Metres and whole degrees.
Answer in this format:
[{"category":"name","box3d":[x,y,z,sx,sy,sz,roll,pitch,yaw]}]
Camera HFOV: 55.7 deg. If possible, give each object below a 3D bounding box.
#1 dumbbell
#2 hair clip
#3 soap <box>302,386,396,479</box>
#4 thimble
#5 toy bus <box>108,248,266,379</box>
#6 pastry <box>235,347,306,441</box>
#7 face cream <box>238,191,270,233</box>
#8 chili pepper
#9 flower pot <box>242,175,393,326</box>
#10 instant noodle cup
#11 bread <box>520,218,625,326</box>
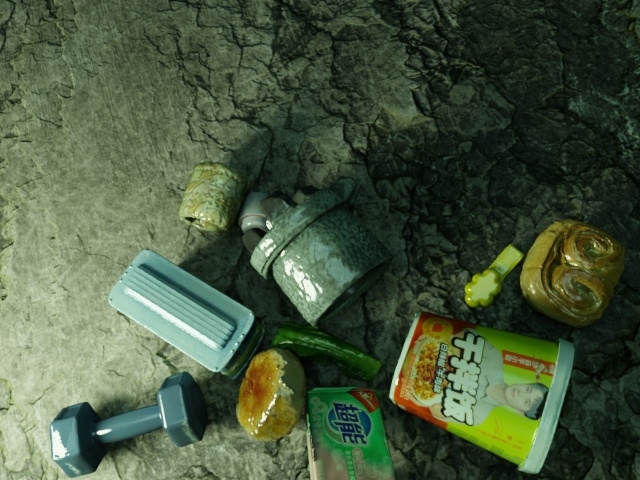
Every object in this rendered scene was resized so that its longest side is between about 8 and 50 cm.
[{"category":"dumbbell","box3d":[-0.414,0.399,1.317,0.317,0.156,0.143,-16,40,-1]},{"category":"hair clip","box3d":[0.403,0.087,1.406,0.173,0.046,0.072,-44,68,-9]},{"category":"soap","box3d":[0.060,0.428,1.223,0.218,0.098,0.273,2,36,-8]},{"category":"thimble","box3d":[-0.267,-0.103,1.478,0.138,0.190,0.143,23,77,-28]},{"category":"toy bus","box3d":[-0.292,0.170,1.364,0.312,0.190,0.152,29,75,14]},{"category":"pastry","box3d":[-0.100,0.329,1.295,0.093,0.182,0.192,20,101,-29]},{"category":"face cream","box3d":[-0.155,-0.063,1.490,0.091,0.091,0.095,-2,62,5]},{"category":"chili pepper","box3d":[0.014,0.246,1.356,0.254,0.099,0.083,19,64,12]},{"category":"flower pot","box3d":[0.000,0.000,1.352,0.299,0.299,0.283,-40,75,-9]},{"category":"instant noodle cup","box3d":[0.320,0.290,1.240,0.308,0.294,0.293,17,72,19]},{"category":"bread","box3d":[0.559,0.072,1.358,0.198,0.120,0.236,28,74,13]}]
